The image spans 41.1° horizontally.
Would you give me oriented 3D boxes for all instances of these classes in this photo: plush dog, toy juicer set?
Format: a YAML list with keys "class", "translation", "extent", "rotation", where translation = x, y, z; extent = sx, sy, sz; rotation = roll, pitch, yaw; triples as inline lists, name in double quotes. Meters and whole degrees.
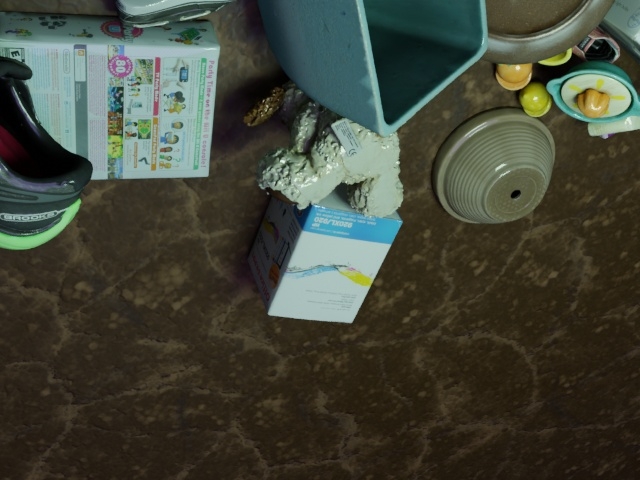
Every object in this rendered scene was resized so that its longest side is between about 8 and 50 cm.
- class: "plush dog"
  translation: [0.017, -0.175, 1.303]
  extent: [0.263, 0.225, 0.210]
  rotation: [4, 124, -39]
- class: "toy juicer set"
  translation: [0.434, -0.231, 1.428]
  extent: [0.329, 0.089, 0.209]
  rotation: [28, 155, -19]

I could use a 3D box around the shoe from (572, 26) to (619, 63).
- class: "shoe"
  translation: [0.416, -0.345, 1.408]
  extent: [0.178, 0.081, 0.063]
  rotation: [16, 120, -29]

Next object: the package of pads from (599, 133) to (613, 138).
- class: "package of pads"
  translation: [0.528, -0.232, 1.571]
  extent: [0.050, 0.032, 0.083]
  rotation: [-28, 131, 7]

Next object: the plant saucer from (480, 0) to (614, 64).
- class: "plant saucer"
  translation: [0.288, -0.410, 1.232]
  extent: [0.311, 0.050, 0.310]
  rotation: [2, 106, 7]

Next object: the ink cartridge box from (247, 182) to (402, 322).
- class: "ink cartridge box"
  translation: [0.000, 0.000, 1.472]
  extent: [0.168, 0.171, 0.232]
  rotation: [8, 123, -25]

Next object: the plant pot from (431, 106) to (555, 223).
- class: "plant pot"
  translation: [0.329, -0.113, 1.543]
  extent: [0.238, 0.109, 0.237]
  rotation: [-9, 128, -12]

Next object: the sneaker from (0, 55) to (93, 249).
- class: "sneaker"
  translation: [-0.479, -0.205, 1.074]
  extent: [0.202, 0.185, 0.483]
  rotation: [-32, 116, 27]

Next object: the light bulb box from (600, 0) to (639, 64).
- class: "light bulb box"
  translation: [0.663, -0.407, 1.354]
  extent: [0.358, 0.225, 0.361]
  rotation: [30, 112, -34]

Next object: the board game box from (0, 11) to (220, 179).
- class: "board game box"
  translation: [-0.311, -0.206, 1.250]
  extent: [0.304, 0.097, 0.224]
  rotation: [-1, 128, -17]

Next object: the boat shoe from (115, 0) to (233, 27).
- class: "boat shoe"
  translation: [-0.182, -0.352, 1.204]
  extent: [0.220, 0.077, 0.070]
  rotation: [-15, 163, -15]

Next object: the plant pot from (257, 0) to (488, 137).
- class: "plant pot"
  translation: [0.048, -0.332, 1.158]
  extent: [0.247, 0.252, 0.247]
  rotation: [-41, 137, -28]
